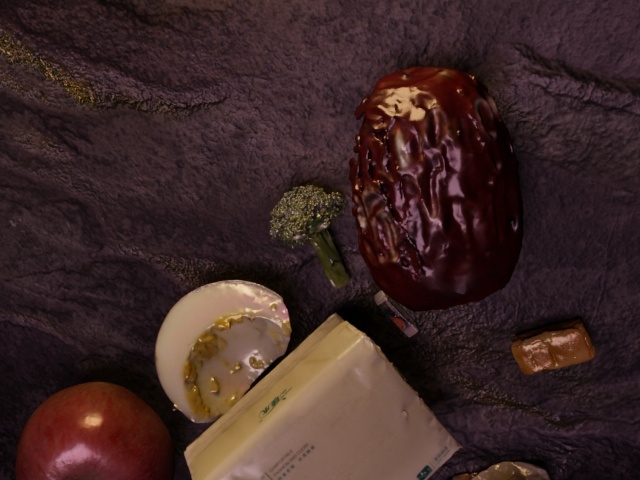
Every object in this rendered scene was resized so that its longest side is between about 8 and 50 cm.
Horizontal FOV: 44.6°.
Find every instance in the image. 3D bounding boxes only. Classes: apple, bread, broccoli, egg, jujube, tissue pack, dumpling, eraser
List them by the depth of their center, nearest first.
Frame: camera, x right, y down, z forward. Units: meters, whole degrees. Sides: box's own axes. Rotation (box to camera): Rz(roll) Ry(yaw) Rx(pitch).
[{"bbox_3d":[0.174,-0.066,1.181,0.258,0.258,0.377,-1,119,17],"label":"jujube"},{"bbox_3d":[0.394,0.181,1.324,0.132,0.053,0.074,-16,108,21],"label":"bread"},{"bbox_3d":[0.001,0.359,1.343,0.380,0.207,0.297,-44,108,-5],"label":"tissue pack"},{"bbox_3d":[-0.002,0.001,1.346,0.118,0.122,0.204,-9,126,36],"label":"broccoli"},{"bbox_3d":[0.135,0.132,1.398,0.099,0.019,0.027,46,118,-8],"label":"eraser"},{"bbox_3d":[0.325,0.515,1.431,0.172,0.142,0.247,19,78,39],"label":"dumpling"},{"bbox_3d":[-0.178,0.195,1.445,0.206,0.162,0.271,37,84,15],"label":"egg"},{"bbox_3d":[-0.452,0.443,1.591,0.344,0.269,0.345,-2,114,-5],"label":"apple"}]

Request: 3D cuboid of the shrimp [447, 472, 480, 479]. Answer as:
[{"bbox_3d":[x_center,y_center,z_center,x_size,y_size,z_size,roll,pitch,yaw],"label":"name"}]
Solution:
[{"bbox_3d":[0.345,0.523,1.508,0.236,0.053,0.133,20,96,11],"label":"shrimp"}]
